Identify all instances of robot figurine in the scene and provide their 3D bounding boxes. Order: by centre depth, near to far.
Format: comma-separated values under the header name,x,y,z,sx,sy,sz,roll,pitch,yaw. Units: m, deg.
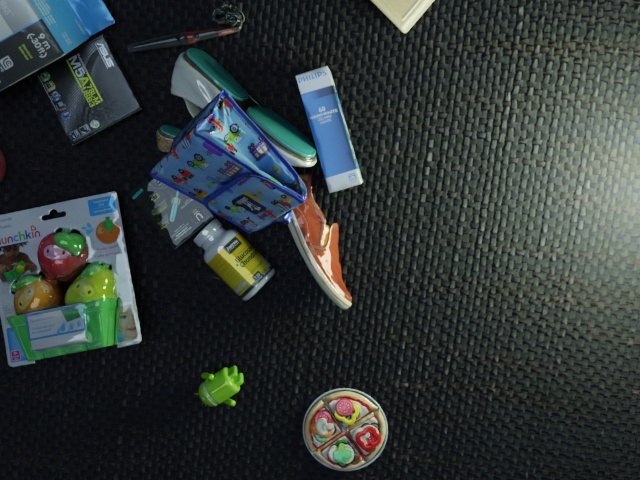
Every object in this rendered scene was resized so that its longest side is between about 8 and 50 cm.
name,x,y,z,sx,sy,sz,roll,pitch,yaw
robot figurine,-0.235,0.342,1.829,0.115,0.067,0.101,-33,113,6

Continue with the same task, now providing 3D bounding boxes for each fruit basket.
name,x,y,z,sx,sy,sz,roll,pitch,yaw
fruit basket,-0.591,0.090,1.780,0.326,0.165,0.353,-10,92,5

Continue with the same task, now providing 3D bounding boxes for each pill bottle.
name,x,y,z,sx,sy,sz,roll,pitch,yaw
pill bottle,-0.198,0.040,1.778,0.103,0.103,0.184,-45,92,7

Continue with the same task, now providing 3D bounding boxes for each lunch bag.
name,x,y,z,sx,sy,sz,roll,pitch,yaw
lunch bag,-0.173,-0.135,1.659,0.293,0.138,0.221,39,142,-17

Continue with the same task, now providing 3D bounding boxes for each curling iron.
name,x,y,z,sx,sy,sz,roll,pitch,yaw
curling iron,-0.303,-0.470,1.767,0.273,0.035,0.068,-17,90,4

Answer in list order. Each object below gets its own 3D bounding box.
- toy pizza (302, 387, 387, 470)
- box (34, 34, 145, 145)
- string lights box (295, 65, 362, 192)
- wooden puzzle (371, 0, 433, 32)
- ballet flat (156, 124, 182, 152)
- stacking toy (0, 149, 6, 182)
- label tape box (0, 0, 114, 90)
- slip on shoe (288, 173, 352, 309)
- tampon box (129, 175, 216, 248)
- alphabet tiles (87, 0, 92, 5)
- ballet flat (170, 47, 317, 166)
name,x,y,z,sx,sy,sz,roll,pitch,yaw
toy pizza,0.057,0.447,1.839,0.201,0.032,0.201,0,96,3
box,-0.525,-0.340,1.789,0.184,0.045,0.191,-26,94,8
string lights box,0.020,-0.240,1.721,0.076,0.133,0.260,-16,95,6
wooden puzzle,0.177,-0.602,1.678,0.238,0.044,0.221,37,98,-31
ballet flat,-0.278,-0.199,1.787,0.206,0.073,0.067,23,124,4
stacking toy,-0.885,-0.236,1.780,0.279,0.130,0.309,-15,94,5
label tape box,-0.661,-0.487,1.679,0.347,0.115,0.249,-27,113,6
slip on shoe,0.000,0.000,1.760,0.101,0.123,0.331,-24,89,2
tampon box,-0.325,-0.083,1.774,0.120,0.101,0.161,-39,93,7
alphabet tiles,-0.598,-0.641,1.735,0.284,0.021,0.278,44,118,-2
ballet flat,-0.177,-0.260,1.724,0.400,0.139,0.139,41,97,13
